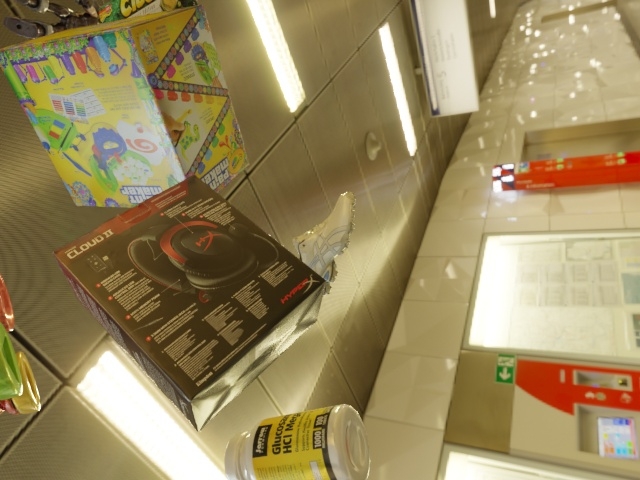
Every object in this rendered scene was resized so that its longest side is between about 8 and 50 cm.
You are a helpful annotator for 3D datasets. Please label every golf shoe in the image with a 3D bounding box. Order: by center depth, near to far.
[{"bbox_3d":[0.000,0.000,0.712,0.069,0.086,0.176,-93,23,-79],"label":"golf shoe"}]

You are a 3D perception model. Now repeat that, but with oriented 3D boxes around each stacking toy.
[{"bbox_3d":[-0.623,0.180,0.798,0.130,0.279,0.309,-18,-100,-28],"label":"stacking toy"}]

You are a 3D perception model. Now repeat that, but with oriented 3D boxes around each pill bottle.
[{"bbox_3d":[-0.063,0.529,1.122,0.188,0.333,0.188,51,-151,-42],"label":"pill bottle"}]

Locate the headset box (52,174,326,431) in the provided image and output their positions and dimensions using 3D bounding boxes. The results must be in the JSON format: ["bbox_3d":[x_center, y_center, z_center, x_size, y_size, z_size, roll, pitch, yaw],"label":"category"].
[{"bbox_3d":[-0.175,0.055,0.598,0.218,0.293,0.110,-39,-24,-33],"label":"headset box"}]

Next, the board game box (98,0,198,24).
[{"bbox_3d":[-0.318,-0.398,0.828,0.030,0.259,0.136,-9,-87,-54],"label":"board game box"}]

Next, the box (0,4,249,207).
[{"bbox_3d":[-0.319,-0.214,0.769,0.177,0.289,0.279,-57,-36,-48],"label":"box"}]

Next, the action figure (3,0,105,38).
[{"bbox_3d":[-0.626,-0.535,1.099,0.285,0.099,0.185,-57,-15,-73],"label":"action figure"}]
